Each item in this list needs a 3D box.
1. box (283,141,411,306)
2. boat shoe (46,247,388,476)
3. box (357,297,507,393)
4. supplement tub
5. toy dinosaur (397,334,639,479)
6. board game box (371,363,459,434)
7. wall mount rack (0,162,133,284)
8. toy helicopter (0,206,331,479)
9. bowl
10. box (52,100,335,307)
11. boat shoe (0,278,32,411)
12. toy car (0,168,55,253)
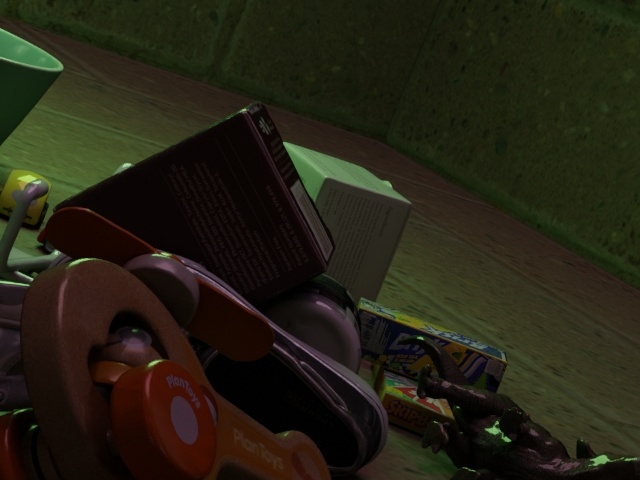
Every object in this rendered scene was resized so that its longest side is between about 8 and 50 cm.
[{"bbox_3d":[0.000,0.000,2.288,0.119,0.182,0.181,17,10,-22],"label":"box"},{"bbox_3d":[-0.092,0.098,1.676,0.335,0.121,0.119,25,5,3],"label":"boat shoe"},{"bbox_3d":[0.112,0.118,2.060,0.169,0.054,0.059,21,9,-1],"label":"box"},{"bbox_3d":[-0.018,0.094,1.898,0.117,0.117,0.190,22,10,-2],"label":"supplement tub"},{"bbox_3d":[0.174,0.196,1.872,0.313,0.121,0.160,25,-4,45],"label":"toy dinosaur"},{"bbox_3d":[0.118,0.166,2.078,0.124,0.039,0.259,22,6,-3],"label":"board game box"},{"bbox_3d":[-0.345,-0.057,1.959,0.350,0.130,0.304,25,7,8],"label":"wall mount rack"},{"bbox_3d":[-0.095,0.117,1.369,0.355,0.140,0.235,39,36,-50],"label":"toy helicopter"},{"bbox_3d":[-0.477,-0.189,2.306,0.311,0.163,0.311,21,9,-4],"label":"bowl"},{"bbox_3d":[-0.112,-0.010,1.820,0.167,0.203,0.168,63,5,-5],"label":"box"},{"bbox_3d":[-0.192,0.104,1.481,0.118,0.103,0.320,6,-11,20],"label":"boat shoe"},{"bbox_3d":[-0.343,-0.041,2.102,0.225,0.053,0.239,15,11,-40],"label":"toy car"}]
